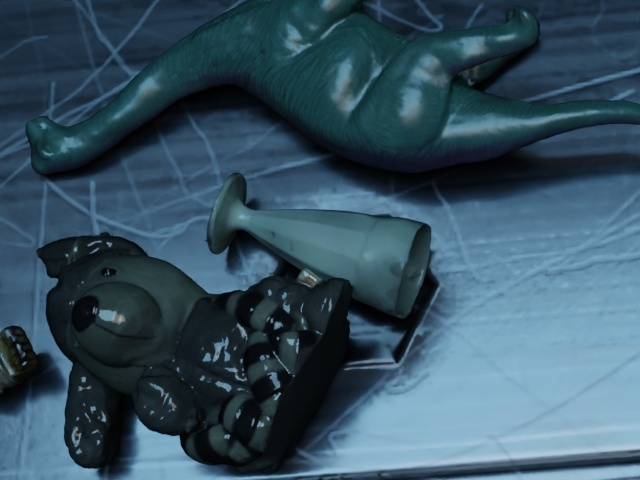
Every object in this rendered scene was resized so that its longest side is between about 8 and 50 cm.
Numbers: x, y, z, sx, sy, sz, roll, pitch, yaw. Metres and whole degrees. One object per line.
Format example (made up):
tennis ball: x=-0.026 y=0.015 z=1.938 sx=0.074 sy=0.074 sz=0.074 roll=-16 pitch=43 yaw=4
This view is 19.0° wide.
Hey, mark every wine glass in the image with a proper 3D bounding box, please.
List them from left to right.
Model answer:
wine glass: x=0.000 y=0.000 z=1.400 sx=0.155 sy=0.073 sz=0.073 roll=18 pitch=76 yaw=18

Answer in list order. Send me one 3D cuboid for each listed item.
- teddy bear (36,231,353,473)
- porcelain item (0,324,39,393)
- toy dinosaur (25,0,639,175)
teddy bear: x=-0.111 y=0.088 z=1.354 sx=0.251 sy=0.144 sz=0.171 roll=10 pitch=89 yaw=15
porcelain item: x=-0.304 y=0.130 z=1.414 sx=0.213 sy=0.054 sz=0.084 roll=-29 pitch=73 yaw=0
toy dinosaur: x=0.004 y=-0.077 z=1.421 sx=0.383 sy=0.129 sz=0.331 roll=41 pitch=95 yaw=16
